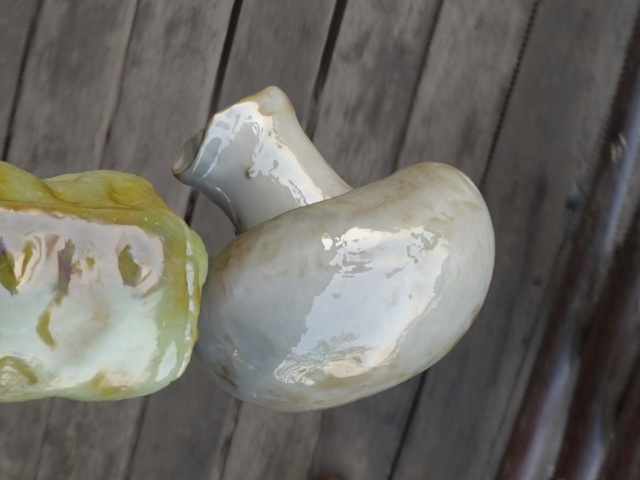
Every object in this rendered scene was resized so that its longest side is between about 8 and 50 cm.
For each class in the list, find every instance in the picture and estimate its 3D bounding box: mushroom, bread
[{"bbox_3d":[0.000,0.000,1.547,0.297,0.297,0.290,-26,88,10],"label":"mushroom"},{"bbox_3d":[-0.158,0.014,0.850,0.232,0.128,0.088,5,152,-34],"label":"bread"}]
